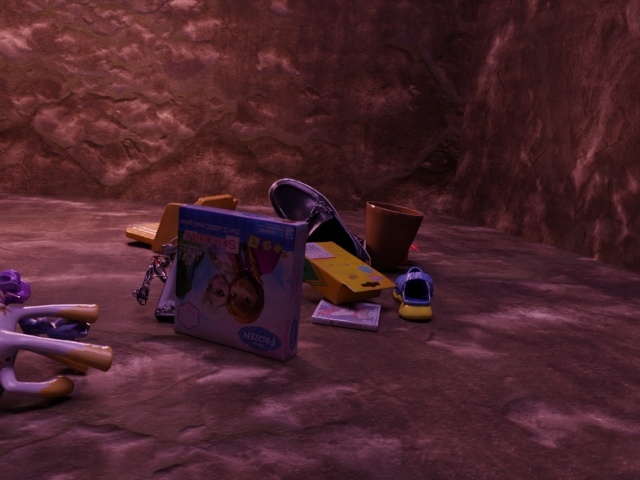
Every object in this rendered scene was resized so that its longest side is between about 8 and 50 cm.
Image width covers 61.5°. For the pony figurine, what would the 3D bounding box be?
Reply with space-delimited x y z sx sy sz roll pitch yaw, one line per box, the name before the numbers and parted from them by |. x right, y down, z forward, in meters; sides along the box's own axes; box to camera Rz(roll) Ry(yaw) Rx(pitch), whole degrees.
pony figurine | -0.599 0.156 0.982 0.364 0.302 0.351 16 11 -34

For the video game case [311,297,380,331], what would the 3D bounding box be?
video game case | 0.080 0.211 1.567 0.184 0.023 0.201 7 11 8

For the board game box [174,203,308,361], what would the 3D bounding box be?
board game box | -0.195 0.092 1.267 0.319 0.317 0.066 9 12 24

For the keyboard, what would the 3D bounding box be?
keyboard | -0.405 0.108 1.512 0.202 0.033 0.317 4 37 -2

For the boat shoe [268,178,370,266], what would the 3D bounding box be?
boat shoe | -0.010 -0.055 1.989 0.500 0.187 0.156 48 2 16

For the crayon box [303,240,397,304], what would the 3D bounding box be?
crayon box | 0.059 0.108 1.715 0.202 0.081 0.319 -3 27 -42

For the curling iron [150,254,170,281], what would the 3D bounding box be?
curling iron | -0.546 0.093 1.861 0.068 0.035 0.274 1 11 -21

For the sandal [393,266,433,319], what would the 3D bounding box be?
sandal | 0.303 0.148 1.718 0.126 0.138 0.317 3 9 0

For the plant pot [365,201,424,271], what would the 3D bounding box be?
plant pot | 0.276 -0.011 2.203 0.237 0.254 0.237 12 11 -2

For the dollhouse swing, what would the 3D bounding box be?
dollhouse swing | -0.601 -0.107 2.289 0.305 0.315 0.347 30 19 16

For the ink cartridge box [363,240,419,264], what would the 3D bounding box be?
ink cartridge box | 0.310 0.054 2.382 0.231 0.077 0.134 5 11 0

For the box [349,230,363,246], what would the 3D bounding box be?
box | 0.000 0.000 2.227 0.294 0.073 0.295 2 11 -12

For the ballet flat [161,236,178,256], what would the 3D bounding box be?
ballet flat | -0.507 0.008 2.064 0.213 0.068 0.072 -17 -3 1

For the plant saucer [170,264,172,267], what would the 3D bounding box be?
plant saucer | -0.379 0.047 1.902 0.318 0.043 0.317 -12 16 3
